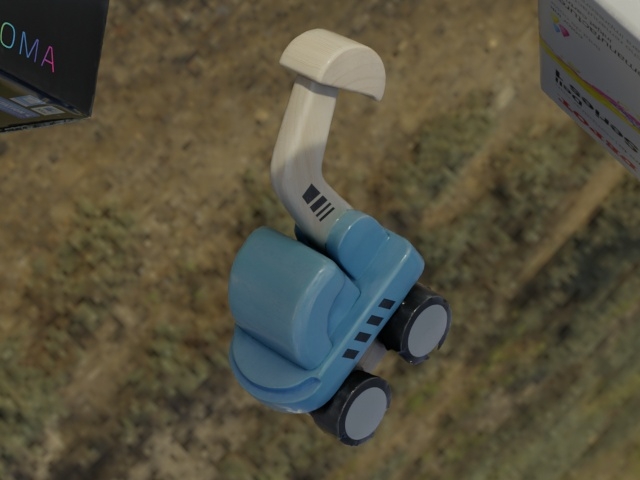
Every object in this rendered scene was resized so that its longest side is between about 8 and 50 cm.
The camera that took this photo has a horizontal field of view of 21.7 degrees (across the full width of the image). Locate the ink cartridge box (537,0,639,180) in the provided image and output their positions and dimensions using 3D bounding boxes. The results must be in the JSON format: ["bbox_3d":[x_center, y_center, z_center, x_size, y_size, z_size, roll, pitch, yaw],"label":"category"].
[{"bbox_3d":[0.242,-0.107,1.033,0.117,0.201,0.278,-44,166,-2],"label":"ink cartridge box"}]

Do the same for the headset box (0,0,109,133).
[{"bbox_3d":[-0.226,-0.230,0.896,0.246,0.131,0.283,28,63,-50],"label":"headset box"}]

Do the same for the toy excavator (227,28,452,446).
[{"bbox_3d":[0.000,0.000,2.212,0.433,0.222,0.445,-54,141,-9],"label":"toy excavator"}]
